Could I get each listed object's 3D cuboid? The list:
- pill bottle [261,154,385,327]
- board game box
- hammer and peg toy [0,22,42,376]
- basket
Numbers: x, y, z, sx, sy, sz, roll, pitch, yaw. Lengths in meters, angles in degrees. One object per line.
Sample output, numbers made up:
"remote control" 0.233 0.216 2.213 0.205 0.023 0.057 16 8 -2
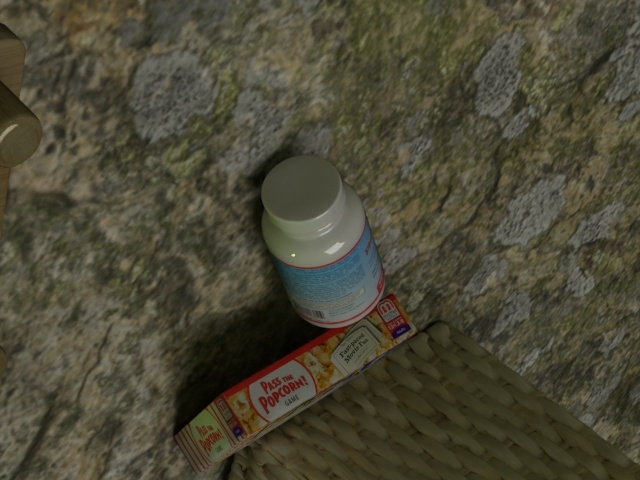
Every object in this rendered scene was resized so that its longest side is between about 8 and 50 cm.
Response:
"pill bottle" 0.000 0.000 1.335 0.087 0.087 0.160 -41 149 -13
"board game box" -0.023 0.130 1.428 0.193 0.045 0.147 -29 172 -30
"hammer and peg toy" -0.338 0.022 0.897 0.361 0.127 0.266 -21 140 -37
"basket" 0.108 0.307 1.576 0.328 0.331 0.266 -22 138 -38
